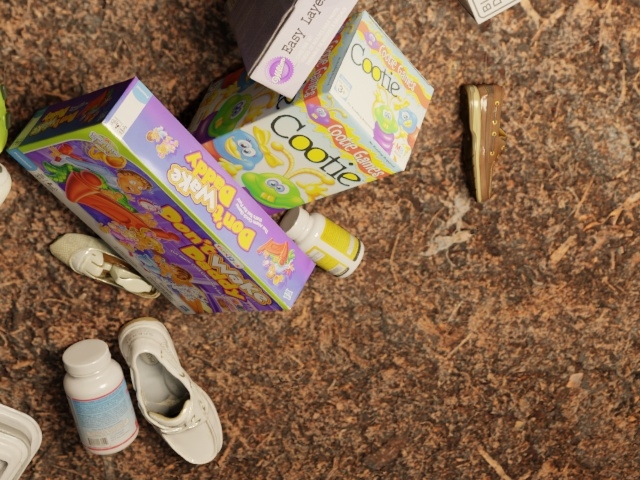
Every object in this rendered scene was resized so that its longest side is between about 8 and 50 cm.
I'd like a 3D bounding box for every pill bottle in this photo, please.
[{"bbox_3d":[-0.324,0.227,1.649,0.087,0.087,0.160,-12,120,-5],"label":"pill bottle"},{"bbox_3d":[0.000,0.000,1.604,0.116,0.065,0.065,34,107,-26],"label":"pill bottle"}]

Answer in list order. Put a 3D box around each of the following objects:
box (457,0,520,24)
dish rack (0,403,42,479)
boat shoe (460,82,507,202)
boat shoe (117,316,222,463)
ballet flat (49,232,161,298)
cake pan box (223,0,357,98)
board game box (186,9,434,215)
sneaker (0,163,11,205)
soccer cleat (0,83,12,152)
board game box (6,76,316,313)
[{"bbox_3d":[0.281,-0.417,1.407,0.290,0.087,0.169,-27,128,4],"label":"box"},{"bbox_3d":[-0.604,0.362,1.677,0.286,0.072,0.333,28,109,-23],"label":"dish rack"},{"bbox_3d":[0.233,-0.135,1.578,0.060,0.064,0.178,-8,118,-5],"label":"boat shoe"},{"bbox_3d":[-0.223,0.245,1.675,0.098,0.096,0.277,-25,121,2],"label":"boat shoe"},{"bbox_3d":[-0.293,0.036,1.569,0.168,0.052,0.057,20,113,-21],"label":"ballet flat"},{"bbox_3d":[-0.015,-0.320,1.318,0.070,0.245,0.267,27,110,-23],"label":"cake pan box"},{"bbox_3d":[-0.023,-0.144,1.396,0.275,0.142,0.144,-17,129,42],"label":"board game box"},{"bbox_3d":[-0.483,0.010,1.494,0.118,0.110,0.292,28,118,-32],"label":"sneaker"},{"bbox_3d":[-0.486,-0.220,1.382,0.121,0.093,0.289,-7,130,28],"label":"soccer cleat"},{"bbox_3d":[-0.203,-0.042,1.449,0.347,0.233,0.078,46,57,-28],"label":"board game box"}]
